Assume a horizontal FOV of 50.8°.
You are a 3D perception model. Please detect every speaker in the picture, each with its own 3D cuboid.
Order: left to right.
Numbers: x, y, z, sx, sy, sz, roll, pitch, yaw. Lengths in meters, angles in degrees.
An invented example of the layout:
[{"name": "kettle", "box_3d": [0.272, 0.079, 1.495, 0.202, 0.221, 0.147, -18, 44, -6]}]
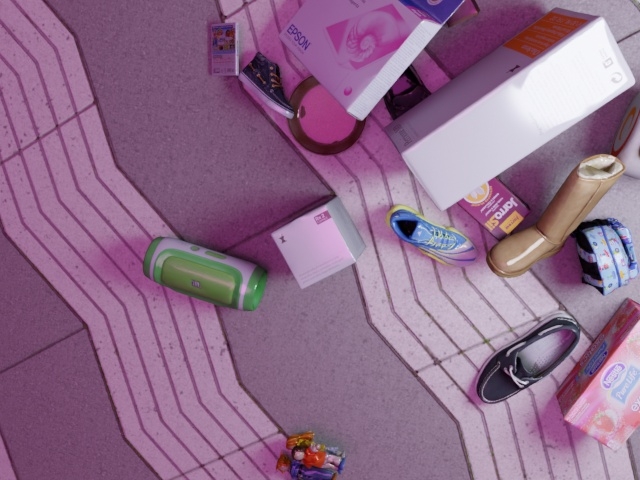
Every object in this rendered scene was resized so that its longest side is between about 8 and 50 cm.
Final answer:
[{"name": "speaker", "box_3d": [-0.292, 0.084, 1.711, 0.296, 0.131, 0.131, 17, 104, 8]}]

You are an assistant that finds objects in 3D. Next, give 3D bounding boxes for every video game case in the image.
[{"name": "video game case", "box_3d": [-0.231, -0.461, 1.629, 0.087, 0.011, 0.122, 11, 105, 38]}]

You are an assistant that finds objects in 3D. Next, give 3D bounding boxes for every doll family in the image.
[{"name": "doll family", "box_3d": [-0.033, 0.595, 1.782, 0.163, 0.118, 0.263, 16, 122, 2]}]

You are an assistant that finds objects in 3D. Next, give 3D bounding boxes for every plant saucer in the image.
[{"name": "plant saucer", "box_3d": [0.017, -0.303, 1.617, 0.198, 0.036, 0.199, 2, 101, 12]}]

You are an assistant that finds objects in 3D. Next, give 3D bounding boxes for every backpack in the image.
[{"name": "backpack", "box_3d": [0.632, 0.037, 1.488, 0.117, 0.173, 0.158, -15, 97, 14]}]

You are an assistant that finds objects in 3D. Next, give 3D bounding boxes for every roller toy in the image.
[{"name": "roller toy", "box_3d": [0.713, -0.217, 1.413, 0.146, 0.191, 0.209, 21, 68, 8]}]

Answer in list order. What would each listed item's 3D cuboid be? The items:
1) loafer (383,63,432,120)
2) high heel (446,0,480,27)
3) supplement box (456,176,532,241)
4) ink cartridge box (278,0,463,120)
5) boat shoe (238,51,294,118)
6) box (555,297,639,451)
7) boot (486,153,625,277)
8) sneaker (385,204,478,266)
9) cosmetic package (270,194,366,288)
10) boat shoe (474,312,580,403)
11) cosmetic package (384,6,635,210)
[{"name": "loafer", "box_3d": [0.184, -0.350, 1.542, 0.109, 0.095, 0.302, -28, 94, 14]}, {"name": "high heel", "box_3d": [0.397, -0.618, 1.424, 0.377, 0.127, 0.181, -25, 106, 18]}, {"name": "supplement box", "box_3d": [0.381, -0.100, 1.560, 0.188, 0.081, 0.104, 42, 106, 1]}, {"name": "ink cartridge box", "box_3d": [0.096, -0.481, 1.463, 0.330, 0.071, 0.324, -49, 53, 17]}, {"name": "boat shoe", "box_3d": [-0.114, -0.370, 1.597, 0.183, 0.065, 0.083, 44, 105, 20]}, {"name": "box", "box_3d": [0.689, 0.304, 1.541, 0.142, 0.154, 0.300, 32, 106, 4]}, {"name": "boot", "box_3d": [0.489, -0.053, 1.433, 0.089, 0.236, 0.269, 52, 148, 24]}, {"name": "sneaker", "box_3d": [0.256, 0.001, 1.582, 0.240, 0.126, 0.091, 27, 105, 6]}, {"name": "cosmetic package", "box_3d": [0.000, 0.000, 1.604, 0.151, 0.183, 0.151, -28, 94, 16]}, {"name": "boat shoe", "box_3d": [0.488, 0.291, 1.610, 0.114, 0.091, 0.302, 40, 106, 2]}, {"name": "cosmetic package", "box_3d": [0.376, -0.280, 1.413, 0.453, 0.230, 0.161, -35, 111, 10]}]
